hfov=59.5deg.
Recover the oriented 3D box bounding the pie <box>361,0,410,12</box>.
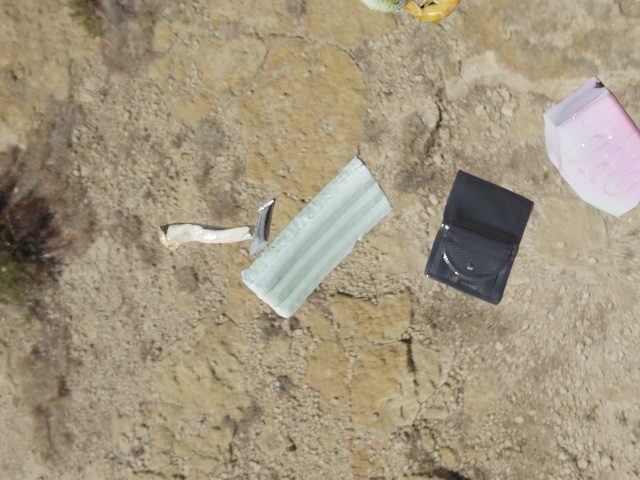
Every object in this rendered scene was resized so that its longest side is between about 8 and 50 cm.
[{"bbox_3d":[0.117,-0.522,1.043,0.041,0.187,0.187,8,93,59],"label":"pie"}]

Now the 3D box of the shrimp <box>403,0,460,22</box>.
[{"bbox_3d":[0.240,-0.625,1.359,0.150,0.248,0.068,-65,22,19],"label":"shrimp"}]

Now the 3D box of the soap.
[{"bbox_3d":[0.674,-0.210,1.355,0.193,0.109,0.324,-37,118,26],"label":"soap"}]

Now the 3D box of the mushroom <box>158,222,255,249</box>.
[{"bbox_3d":[-0.219,-0.011,1.103,0.202,0.059,0.054,-3,90,2],"label":"mushroom"}]

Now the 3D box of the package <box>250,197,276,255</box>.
[{"bbox_3d":[-0.086,-0.022,0.837,0.037,0.015,0.110,-34,31,30],"label":"package"}]

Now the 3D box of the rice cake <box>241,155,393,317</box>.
[{"bbox_3d":[0.000,0.000,0.785,0.237,0.127,0.043,-44,52,-1],"label":"rice cake"}]

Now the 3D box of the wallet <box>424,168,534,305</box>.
[{"bbox_3d":[0.441,-0.008,1.565,0.247,0.041,0.323,22,82,-6],"label":"wallet"}]
